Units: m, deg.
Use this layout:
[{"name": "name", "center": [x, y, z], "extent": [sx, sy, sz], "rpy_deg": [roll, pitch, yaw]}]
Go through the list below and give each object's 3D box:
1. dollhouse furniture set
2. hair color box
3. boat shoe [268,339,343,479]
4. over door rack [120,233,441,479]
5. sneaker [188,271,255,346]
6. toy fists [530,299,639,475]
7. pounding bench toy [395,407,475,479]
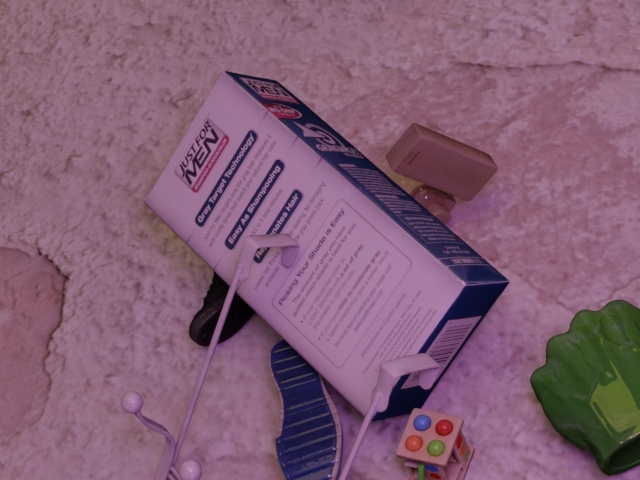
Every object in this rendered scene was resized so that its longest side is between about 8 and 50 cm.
[{"name": "dollhouse furniture set", "center": [0.073, -0.082, 1.609], "extent": [0.151, 0.144, 0.123], "rpy_deg": [-51, 41, 25]}, {"name": "hair color box", "center": [0.000, 0.000, 1.490], "extent": [0.347, 0.105, 0.174], "rpy_deg": [43, 111, 24]}, {"name": "boat shoe", "center": [-0.007, 0.182, 1.469], "extent": [0.066, 0.066, 0.183], "rpy_deg": [-15, 49, 8]}, {"name": "over door rack", "center": [-0.069, 0.178, 1.376], "extent": [0.239, 0.108, 0.324], "rpy_deg": [41, 109, 39]}, {"name": "sneaker", "center": [-0.097, 0.041, 1.636], "extent": [0.170, 0.051, 0.089], "rpy_deg": [-41, 49, -21]}, {"name": "toy fists", "center": [0.333, 0.103, 1.393], "extent": [0.279, 0.096, 0.142], "rpy_deg": [-27, 58, -5]}, {"name": "pounding bench toy", "center": [0.103, 0.210, 1.406], "extent": [0.052, 0.065, 0.083], "rpy_deg": [9, 56, 26]}]
